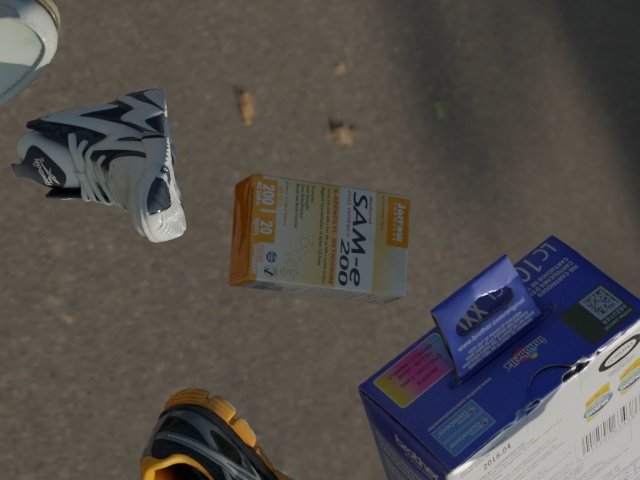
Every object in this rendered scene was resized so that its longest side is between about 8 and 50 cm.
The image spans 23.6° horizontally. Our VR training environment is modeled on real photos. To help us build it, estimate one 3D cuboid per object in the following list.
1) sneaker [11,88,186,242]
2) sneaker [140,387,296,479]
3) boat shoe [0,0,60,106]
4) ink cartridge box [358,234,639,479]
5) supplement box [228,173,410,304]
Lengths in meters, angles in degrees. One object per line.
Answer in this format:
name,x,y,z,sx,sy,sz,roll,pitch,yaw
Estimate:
sneaker,-0.209,-0.061,1.415,0.235,0.153,0.094,-104,-176,-53
sneaker,-0.054,0.212,1.163,0.215,0.084,0.083,43,36,0
boat shoe,-0.356,-0.124,1.373,0.113,0.302,0.103,45,33,-31
ink cartridge box,0.201,0.186,1.562,0.270,0.151,0.395,-36,143,-17
supplement box,0.000,0.000,0.881,0.098,0.036,0.062,7,78,-21
